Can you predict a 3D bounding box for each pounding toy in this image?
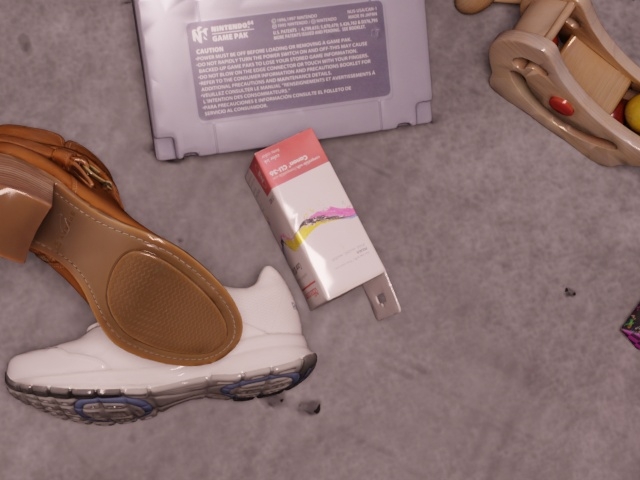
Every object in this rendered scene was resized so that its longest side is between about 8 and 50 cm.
[{"bbox_3d":[0.272,-0.209,1.102,0.269,0.154,0.155,35,79,-2],"label":"pounding toy"}]

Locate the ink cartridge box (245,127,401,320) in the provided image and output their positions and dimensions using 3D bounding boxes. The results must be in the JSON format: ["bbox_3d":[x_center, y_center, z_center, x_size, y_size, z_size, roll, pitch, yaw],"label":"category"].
[{"bbox_3d":[0.000,0.000,1.054,0.067,0.115,0.198,-26,86,-11],"label":"ink cartridge box"}]

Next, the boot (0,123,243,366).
[{"bbox_3d":[-0.205,-0.005,0.994,0.283,0.220,0.109,26,104,-19],"label":"boot"}]

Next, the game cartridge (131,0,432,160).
[{"bbox_3d":[-0.036,-0.197,1.076,0.294,0.060,0.196,-9,110,-10],"label":"game cartridge"}]

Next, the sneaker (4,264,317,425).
[{"bbox_3d":[-0.158,0.103,1.040,0.297,0.111,0.129,-8,67,-12],"label":"sneaker"}]

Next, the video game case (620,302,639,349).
[{"bbox_3d":[0.444,0.045,1.053,0.210,0.232,0.042,-49,114,-12],"label":"video game case"}]
